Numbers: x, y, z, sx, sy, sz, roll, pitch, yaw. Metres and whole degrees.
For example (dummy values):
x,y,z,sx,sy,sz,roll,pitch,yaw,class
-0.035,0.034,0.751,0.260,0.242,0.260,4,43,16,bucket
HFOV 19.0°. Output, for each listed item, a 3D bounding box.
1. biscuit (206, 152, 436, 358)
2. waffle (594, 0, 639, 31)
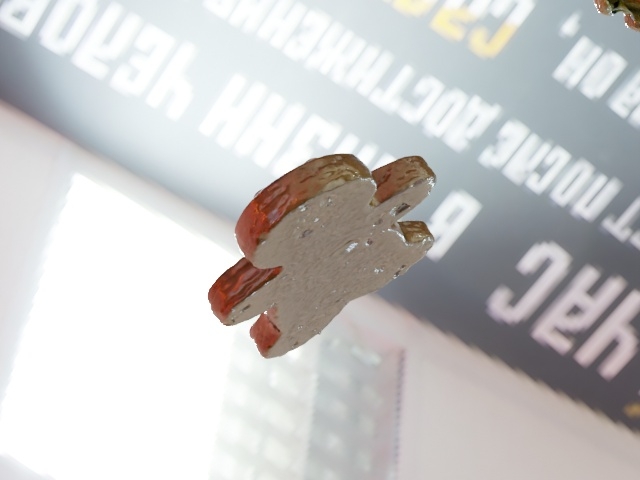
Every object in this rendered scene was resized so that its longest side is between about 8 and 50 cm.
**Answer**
x,y,z,sx,sy,sz,roll,pitch,yaw,class
0.000,0.000,1.448,0.049,0.197,0.301,53,178,17,biscuit
0.243,-0.234,1.231,0.208,0.214,0.054,4,-156,-38,waffle
